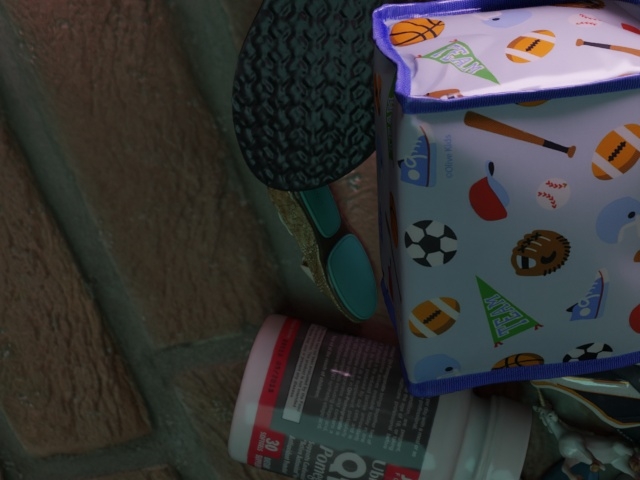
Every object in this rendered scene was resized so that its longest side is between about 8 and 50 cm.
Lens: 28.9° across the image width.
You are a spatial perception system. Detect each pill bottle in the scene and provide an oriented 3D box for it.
[{"bbox_3d":[0.068,0.205,1.405,0.318,0.176,0.176,15,121,5],"label":"pill bottle"}]

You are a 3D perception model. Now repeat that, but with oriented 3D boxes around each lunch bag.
[{"bbox_3d":[0.248,-0.059,1.156,0.385,0.239,0.328,-7,126,-2],"label":"lunch bag"}]

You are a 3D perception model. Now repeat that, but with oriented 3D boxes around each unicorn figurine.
[{"bbox_3d":[0.309,0.236,1.421,0.161,0.111,0.060,24,110,-18],"label":"unicorn figurine"}]

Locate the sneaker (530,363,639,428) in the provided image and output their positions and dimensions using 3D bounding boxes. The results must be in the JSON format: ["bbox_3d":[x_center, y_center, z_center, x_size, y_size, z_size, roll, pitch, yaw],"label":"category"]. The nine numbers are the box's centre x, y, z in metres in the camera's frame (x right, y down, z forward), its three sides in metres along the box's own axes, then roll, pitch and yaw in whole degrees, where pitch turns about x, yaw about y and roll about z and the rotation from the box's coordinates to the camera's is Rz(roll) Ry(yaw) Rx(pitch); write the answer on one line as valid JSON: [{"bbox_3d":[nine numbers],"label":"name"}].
[{"bbox_3d":[0.376,0.132,1.325,0.321,0.126,0.127,14,133,-2],"label":"sneaker"}]

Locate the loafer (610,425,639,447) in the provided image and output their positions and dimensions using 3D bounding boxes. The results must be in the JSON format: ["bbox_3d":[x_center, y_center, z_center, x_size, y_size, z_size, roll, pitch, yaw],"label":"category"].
[{"bbox_3d":[0.395,0.214,1.391,0.223,0.078,0.076,27,122,-3],"label":"loafer"}]

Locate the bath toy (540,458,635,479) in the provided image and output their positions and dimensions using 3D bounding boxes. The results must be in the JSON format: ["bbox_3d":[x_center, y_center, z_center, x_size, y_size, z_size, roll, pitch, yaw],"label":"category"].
[{"bbox_3d":[0.404,0.400,1.467,0.348,0.129,0.151,31,121,-6],"label":"bath toy"}]

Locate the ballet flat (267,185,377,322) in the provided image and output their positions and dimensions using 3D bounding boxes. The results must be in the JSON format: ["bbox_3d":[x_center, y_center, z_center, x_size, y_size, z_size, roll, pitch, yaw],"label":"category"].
[{"bbox_3d":[0.000,0.000,1.379,0.067,0.073,0.206,0,120,45],"label":"ballet flat"}]

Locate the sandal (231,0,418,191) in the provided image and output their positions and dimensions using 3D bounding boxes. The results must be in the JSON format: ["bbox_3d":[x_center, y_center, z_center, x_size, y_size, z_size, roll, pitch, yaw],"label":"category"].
[{"bbox_3d":[0.028,-0.260,1.206,0.167,0.107,0.446,15,109,6],"label":"sandal"}]

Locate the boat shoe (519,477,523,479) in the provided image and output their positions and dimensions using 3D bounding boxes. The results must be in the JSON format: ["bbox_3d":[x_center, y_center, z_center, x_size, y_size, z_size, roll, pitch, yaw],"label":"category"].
[{"bbox_3d":[0.140,0.392,1.544,0.114,0.091,0.302,37,121,-9],"label":"boat shoe"}]
